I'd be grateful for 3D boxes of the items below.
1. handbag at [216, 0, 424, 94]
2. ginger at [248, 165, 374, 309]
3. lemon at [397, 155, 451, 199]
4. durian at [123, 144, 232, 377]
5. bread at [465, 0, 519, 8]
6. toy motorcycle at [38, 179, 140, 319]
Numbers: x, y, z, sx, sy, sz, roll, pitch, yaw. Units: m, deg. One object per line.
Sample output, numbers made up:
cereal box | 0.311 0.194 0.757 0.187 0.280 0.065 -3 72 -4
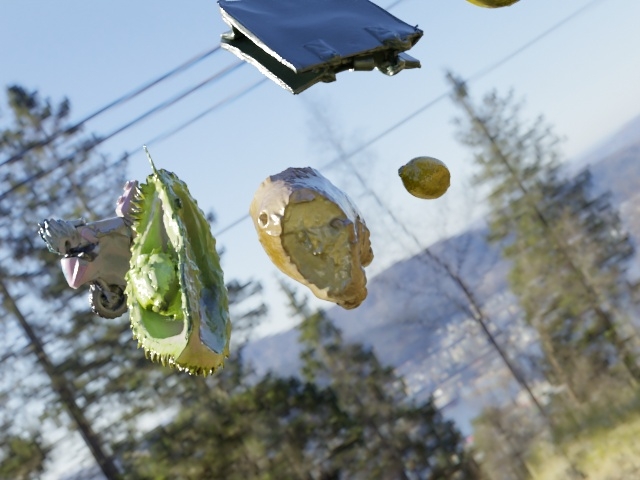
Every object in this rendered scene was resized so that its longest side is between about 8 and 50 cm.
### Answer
handbag | -0.004 -0.319 1.846 0.248 0.260 0.079 -18 -51 -31
ginger | 0.000 0.000 1.588 0.130 0.221 0.276 -46 -26 10
lemon | 0.146 -0.088 1.653 0.083 0.062 0.062 14 -23 -21
durian | -0.199 0.050 1.722 0.158 0.355 0.169 -2 -33 -20
bread | 0.147 -0.328 1.068 0.166 0.112 0.383 -49 30 18
toy motorcycle | -0.378 -0.007 2.020 0.108 0.204 0.239 -25 42 57
